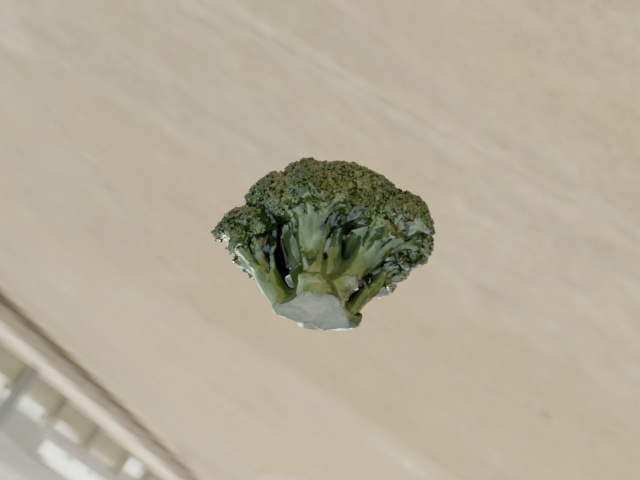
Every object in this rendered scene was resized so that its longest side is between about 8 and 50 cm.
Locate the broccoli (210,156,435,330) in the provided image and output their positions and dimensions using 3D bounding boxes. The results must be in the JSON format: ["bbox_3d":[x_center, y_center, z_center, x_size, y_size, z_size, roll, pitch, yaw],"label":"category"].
[{"bbox_3d":[0.000,0.000,1.135,0.162,0.138,0.146,19,138,-12],"label":"broccoli"}]
